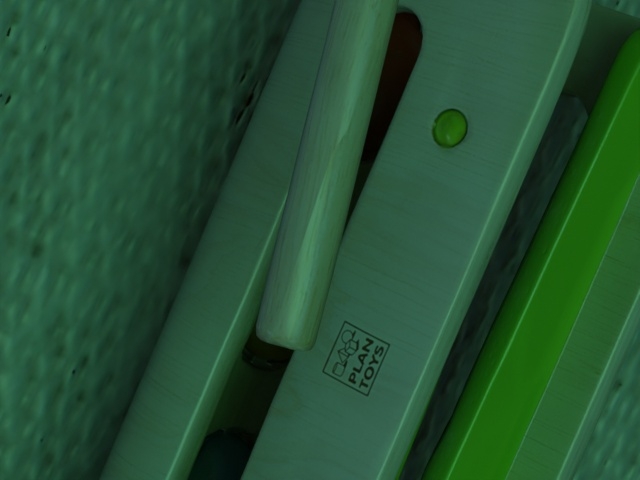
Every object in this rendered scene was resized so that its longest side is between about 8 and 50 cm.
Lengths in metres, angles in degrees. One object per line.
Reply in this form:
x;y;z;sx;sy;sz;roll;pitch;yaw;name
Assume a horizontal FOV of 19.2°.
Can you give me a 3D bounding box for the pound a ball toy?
0.000;0.000;0.602;0.208;0.136;0.319;17;96;-54;pound a ball toy
